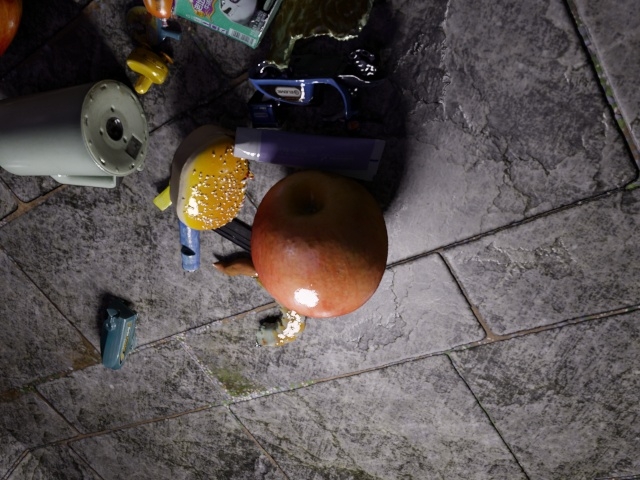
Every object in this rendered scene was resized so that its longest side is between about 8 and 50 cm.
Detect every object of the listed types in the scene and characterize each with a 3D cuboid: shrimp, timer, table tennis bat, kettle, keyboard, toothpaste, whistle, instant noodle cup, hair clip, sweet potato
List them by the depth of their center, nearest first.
[{"bbox_3d":[-0.179,-0.543,1.367,0.190,0.251,0.251,27,130,-10],"label":"instant noodle cup"},{"bbox_3d":[-0.029,-0.220,1.596,0.372,0.079,0.125,7,128,-8],"label":"toothpaste"},{"bbox_3d":[-0.420,-0.533,1.599,0.155,0.019,0.100,20,128,9],"label":"table tennis bat"},{"bbox_3d":[-0.444,-0.435,1.621,0.107,0.109,0.107,27,172,4],"label":"timer"},{"bbox_3d":[-0.680,-0.269,1.782,0.377,0.249,0.361,0,153,24],"label":"kettle"},{"bbox_3d":[-0.424,-0.152,1.860,0.173,0.046,0.072,-31,113,33],"label":"hair clip"},{"bbox_3d":[-0.243,-0.018,1.906,0.251,0.017,0.087,31,130,-2],"label":"keyboard"},{"bbox_3d":[-0.394,-0.030,1.909,0.062,0.062,0.304,17,135,9],"label":"whistle"},{"bbox_3d":[-0.237,0.083,1.957,0.203,0.058,0.055,4,168,23],"label":"sweet potato"},{"bbox_3d":[-0.136,0.230,2.014,0.186,0.068,0.286,3,123,17],"label":"shrimp"}]

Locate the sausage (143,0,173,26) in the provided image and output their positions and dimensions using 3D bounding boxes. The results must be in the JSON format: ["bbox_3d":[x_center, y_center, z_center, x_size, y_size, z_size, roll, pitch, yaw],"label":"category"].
[{"bbox_3d":[-0.377,-0.646,1.454,0.093,0.093,0.312,9,127,15],"label":"sausage"}]

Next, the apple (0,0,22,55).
[{"bbox_3d":[-0.886,-0.590,1.570,0.288,0.288,0.317,40,142,-10],"label":"apple"}]

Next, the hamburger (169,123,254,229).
[{"bbox_3d":[-0.287,-0.162,1.691,0.151,0.227,0.295,39,136,21],"label":"hamburger"}]

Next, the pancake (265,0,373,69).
[{"bbox_3d":[0.031,-0.504,1.364,0.377,0.054,0.197,-34,72,20],"label":"pancake"}]

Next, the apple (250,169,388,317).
[{"bbox_3d":[0.000,0.000,1.604,0.364,0.363,0.363,10,127,14],"label":"apple"}]

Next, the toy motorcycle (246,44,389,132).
[{"bbox_3d":[-0.007,-0.358,1.510,0.359,0.125,0.212,5,135,21],"label":"toy motorcycle"}]

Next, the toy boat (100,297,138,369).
[{"bbox_3d":[-0.725,0.351,2.288,0.114,0.122,0.295,33,122,24],"label":"toy boat"}]
